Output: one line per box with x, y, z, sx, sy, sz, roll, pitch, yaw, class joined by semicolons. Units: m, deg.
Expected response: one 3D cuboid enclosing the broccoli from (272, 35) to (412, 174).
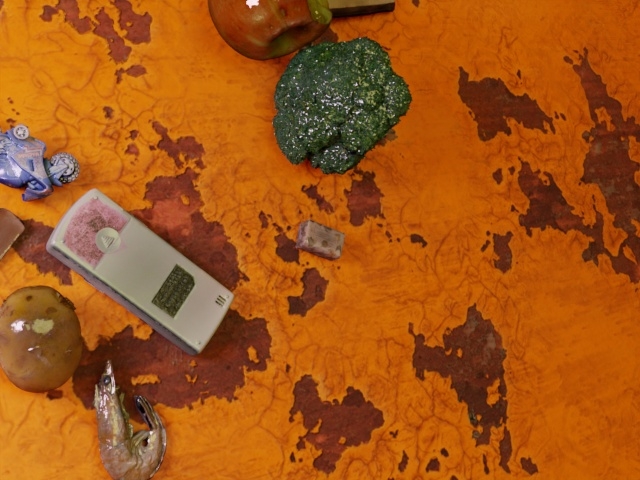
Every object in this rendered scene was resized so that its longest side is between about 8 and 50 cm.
0.041;-0.282;1.729;0.275;0.308;0.307;9;68;-67;broccoli

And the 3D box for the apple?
-0.108;-0.500;1.687;0.246;0.246;0.226;-18;78;-35;apple

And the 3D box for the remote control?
-0.323;0.058;1.499;0.344;0.050;0.145;40;58;-16;remote control

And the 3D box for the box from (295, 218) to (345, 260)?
0.000;0.000;1.729;0.098;0.045;0.062;20;67;-28;box

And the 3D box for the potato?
-0.458;0.159;1.339;0.137;0.137;0.175;-16;88;-35;potato

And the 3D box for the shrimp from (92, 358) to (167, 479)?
-0.330;0.311;1.424;0.126;0.047;0.223;-9;86;-41;shrimp

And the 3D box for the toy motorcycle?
-0.523;-0.133;1.419;0.205;0.076;0.114;26;71;-23;toy motorcycle

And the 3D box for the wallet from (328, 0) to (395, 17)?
0.029;-0.627;1.925;0.335;0.068;0.274;-23;93;-42;wallet

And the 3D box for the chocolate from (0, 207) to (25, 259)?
-0.549;-0.005;1.385;0.064;0.031;0.100;45;59;-35;chocolate
